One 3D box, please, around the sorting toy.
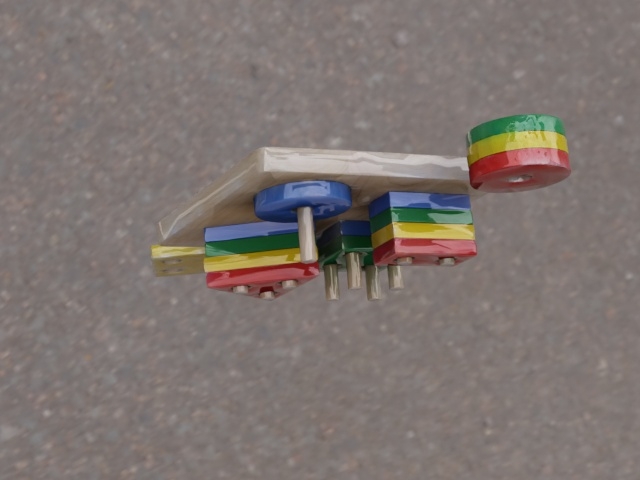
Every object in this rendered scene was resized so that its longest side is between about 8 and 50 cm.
[{"bbox_3d":[0.000,0.000,0.783,0.132,0.274,0.046,2,75,-27],"label":"sorting toy"}]
